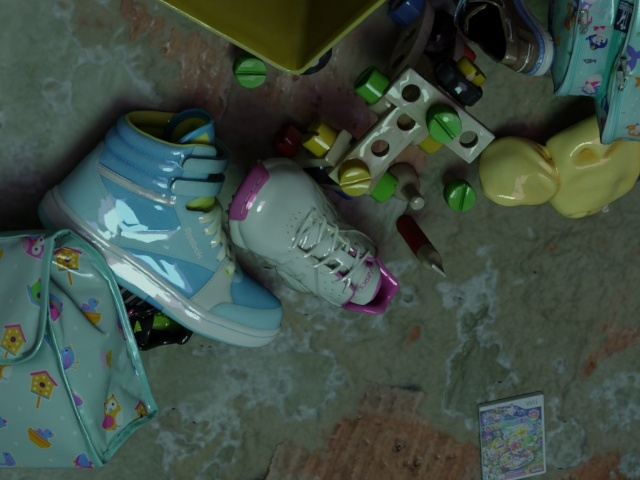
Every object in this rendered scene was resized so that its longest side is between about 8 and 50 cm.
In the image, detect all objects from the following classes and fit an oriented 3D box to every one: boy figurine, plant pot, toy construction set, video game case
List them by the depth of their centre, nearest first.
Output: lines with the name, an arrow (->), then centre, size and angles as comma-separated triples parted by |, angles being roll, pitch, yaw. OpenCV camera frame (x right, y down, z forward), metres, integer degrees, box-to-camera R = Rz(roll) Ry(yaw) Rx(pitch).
plant pot -> -0.040, -0.330, 1.595 | 0.212, 0.187, 0.212 | 26, 142, -24
toy construction set -> 0.091, -0.094, 1.736 | 0.257, 0.237, 0.309 | -26, 118, -2
boy figurine -> 0.322, -0.090, 1.880 | 0.285, 0.092, 0.177 | -13, 143, -5
video game case -> 0.249, 0.258, 2.068 | 0.087, 0.011, 0.122 | -11, 116, -10

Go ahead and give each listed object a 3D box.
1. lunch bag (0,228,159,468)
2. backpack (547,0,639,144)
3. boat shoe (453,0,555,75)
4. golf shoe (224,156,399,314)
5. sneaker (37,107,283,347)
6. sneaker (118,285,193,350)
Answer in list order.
lunch bag -> -0.327, 0.110, 1.730 | 0.223, 0.160, 0.262 | -4, 115, 31
backpack -> 0.340, -0.227, 1.709 | 0.191, 0.225, 0.253 | -2, 125, 5
boat shoe -> 0.182, -0.243, 1.718 | 0.066, 0.183, 0.066 | 3, 122, -32
golf shoe -> 0.000, 0.000, 1.739 | 0.115, 0.140, 0.306 | -59, 155, -4
sneaker -> -0.129, -0.023, 1.776 | 0.319, 0.127, 0.208 | 32, 104, -26
sneaker -> -0.219, 0.087, 1.830 | 0.170, 0.075, 0.063 | 8, 112, -18
